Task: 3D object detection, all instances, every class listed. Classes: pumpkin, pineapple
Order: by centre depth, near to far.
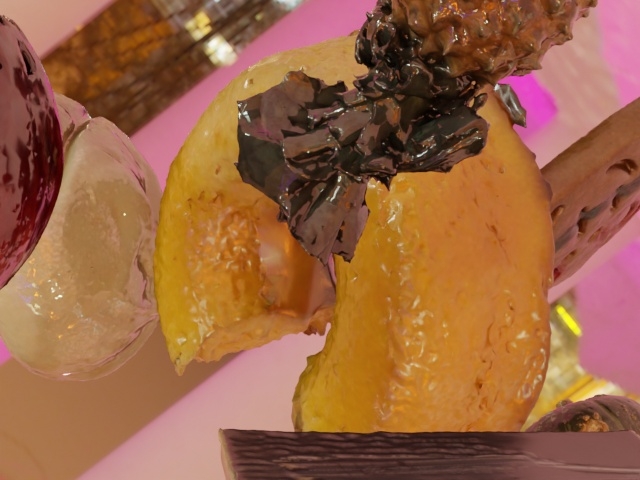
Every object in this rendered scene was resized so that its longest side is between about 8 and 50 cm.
[{"bbox_3d":[0.047,-0.091,0.617,0.111,0.237,0.119,26,-158,-30],"label":"pineapple"},{"bbox_3d":[0.327,0.265,1.399,0.146,0.190,0.190,52,-176,10],"label":"pumpkin"}]

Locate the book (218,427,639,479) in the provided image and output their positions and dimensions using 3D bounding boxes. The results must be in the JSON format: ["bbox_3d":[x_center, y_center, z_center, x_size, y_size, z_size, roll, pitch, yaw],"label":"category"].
[{"bbox_3d":[0.102,0.162,0.515,0.374,0.263,0.028,-132,46,-74],"label":"book"}]

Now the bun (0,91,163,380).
[{"bbox_3d":[-0.285,-0.014,1.343,0.365,0.219,0.365,168,90,-84],"label":"bun"}]

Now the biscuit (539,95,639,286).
[{"bbox_3d":[0.282,-0.017,1.280,0.063,0.367,0.314,48,169,23],"label":"biscuit"}]

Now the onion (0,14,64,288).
[{"bbox_3d":[-0.281,-0.053,0.634,0.276,0.276,0.276,52,-176,-5],"label":"onion"}]

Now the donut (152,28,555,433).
[{"bbox_3d":[0.000,0.000,1.014,0.435,0.163,0.377,24,116,49],"label":"donut"}]
